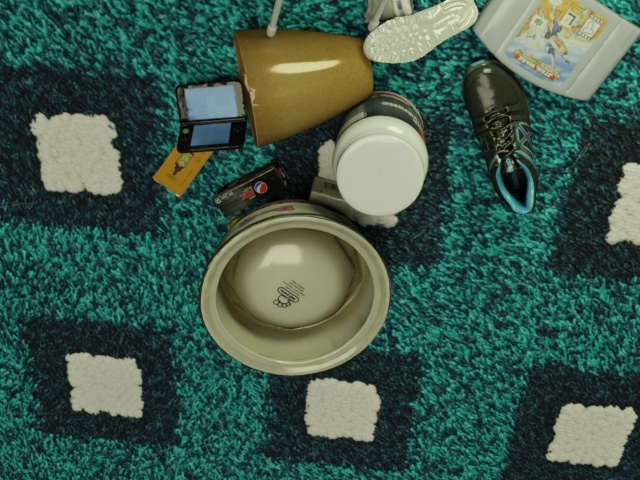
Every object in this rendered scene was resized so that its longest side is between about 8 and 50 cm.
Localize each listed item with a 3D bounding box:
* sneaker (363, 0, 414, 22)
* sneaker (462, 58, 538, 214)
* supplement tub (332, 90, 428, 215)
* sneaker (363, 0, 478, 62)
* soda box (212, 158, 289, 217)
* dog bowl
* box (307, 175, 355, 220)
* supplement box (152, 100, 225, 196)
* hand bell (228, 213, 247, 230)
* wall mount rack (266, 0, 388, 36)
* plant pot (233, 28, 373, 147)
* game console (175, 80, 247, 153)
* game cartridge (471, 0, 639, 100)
[{"bbox_3d":[0.087,-0.553,1.499,0.115,0.105,0.281,-15,112,18],"label":"sneaker"},{"bbox_3d":[0.393,-0.215,1.628,0.125,0.140,0.341,-19,112,17],"label":"sneaker"},{"bbox_3d":[0.122,-0.182,1.591,0.191,0.272,0.191,2,117,3],"label":"supplement tub"},{"bbox_3d":[0.194,-0.409,1.536,0.235,0.095,0.090,-21,102,-4],"label":"sneaker"},{"bbox_3d":[-0.158,-0.118,1.768,0.169,0.053,0.060,-25,113,17],"label":"soda box"},{"bbox_3d":[-0.057,0.091,1.694,0.408,0.150,0.408,-3,120,-5],"label":"dog bowl"},{"bbox_3d":[0.000,0.000,1.794,0.113,0.094,0.275,16,118,-4],"label":"box"},{"bbox_3d":[-0.274,-0.211,1.718,0.078,0.080,0.233,36,113,-12],"label":"supplement box"},{"bbox_3d":[-0.204,0.063,1.854,0.126,0.126,0.242,26,128,-9],"label":"hand bell"},{"bbox_3d":[0.022,-0.482,1.366,0.350,0.130,0.304,-5,130,-11],"label":"wall mount rack"},{"bbox_3d":[-0.030,-0.330,1.574,0.254,0.237,0.237,-13,116,-6],"label":"plant pot"},{"bbox_3d":[-0.231,-0.254,1.605,0.144,0.124,0.085,-3,142,7],"label":"game console"},{"bbox_3d":[0.467,-0.412,1.559,0.297,0.062,0.198,26,114,-13],"label":"game cartridge"}]
